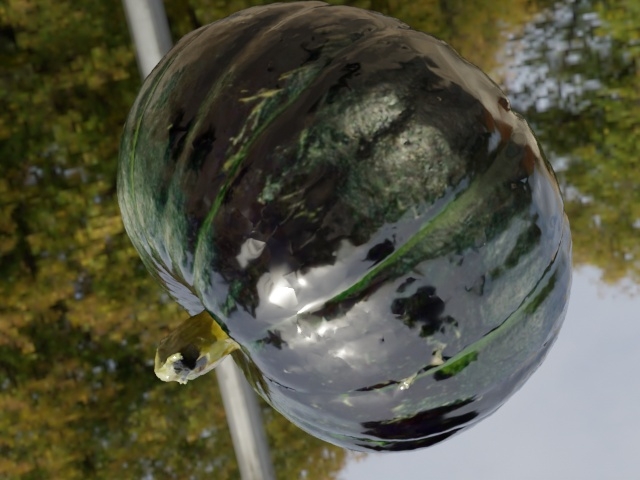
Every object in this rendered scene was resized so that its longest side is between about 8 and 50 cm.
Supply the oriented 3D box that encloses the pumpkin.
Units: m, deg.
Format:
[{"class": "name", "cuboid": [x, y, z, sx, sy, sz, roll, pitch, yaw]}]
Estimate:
[{"class": "pumpkin", "cuboid": [0.000, 0.000, 0.623, 0.216, 0.250, 0.250, -37, -153, -15]}]
